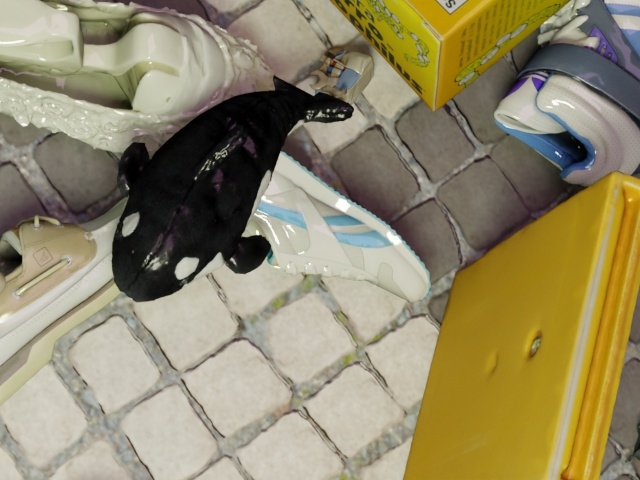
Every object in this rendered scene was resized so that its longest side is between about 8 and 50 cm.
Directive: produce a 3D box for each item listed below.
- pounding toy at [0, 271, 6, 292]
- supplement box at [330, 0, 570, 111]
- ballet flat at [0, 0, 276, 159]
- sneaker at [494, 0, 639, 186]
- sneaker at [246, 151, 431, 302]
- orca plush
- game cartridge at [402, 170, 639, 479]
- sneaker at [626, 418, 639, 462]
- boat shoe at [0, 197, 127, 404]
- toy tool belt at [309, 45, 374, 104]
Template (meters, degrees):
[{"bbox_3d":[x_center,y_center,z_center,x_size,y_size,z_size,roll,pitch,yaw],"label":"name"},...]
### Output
[{"bbox_3d":[-0.367,0.121,1.396,0.154,0.155,0.269,35,94,22],"label":"pounding toy"},{"bbox_3d":[0.181,-0.327,1.704,0.356,0.195,0.194,-39,76,-9],"label":"supplement box"},{"bbox_3d":[-0.213,-0.161,1.600,0.409,0.147,0.147,7,71,-22],"label":"ballet flat"},{"bbox_3d":[0.253,-0.212,1.811,0.236,0.130,0.322,-28,92,-32],"label":"sneaker"},{"bbox_3d":[0.000,0.000,1.673,0.229,0.087,0.092,33,82,-11],"label":"sneaker"},{"bbox_3d":[-0.068,-0.062,1.535,0.287,0.102,0.151,-33,84,-35],"label":"orca plush"},{"bbox_3d":[0.172,0.117,1.566,0.053,0.324,0.285,21,67,-13],"label":"game cartridge"},{"bbox_3d":[0.335,0.221,1.766,0.069,0.038,0.098,-2,65,-22],"label":"sneaker"},{"bbox_3d":[-0.233,0.027,1.542,0.103,0.113,0.302,49,63,-9],"label":"boat shoe"},{"bbox_3d":[0.014,-0.156,1.745,0.051,0.052,0.083,25,58,20],"label":"toy tool belt"}]
